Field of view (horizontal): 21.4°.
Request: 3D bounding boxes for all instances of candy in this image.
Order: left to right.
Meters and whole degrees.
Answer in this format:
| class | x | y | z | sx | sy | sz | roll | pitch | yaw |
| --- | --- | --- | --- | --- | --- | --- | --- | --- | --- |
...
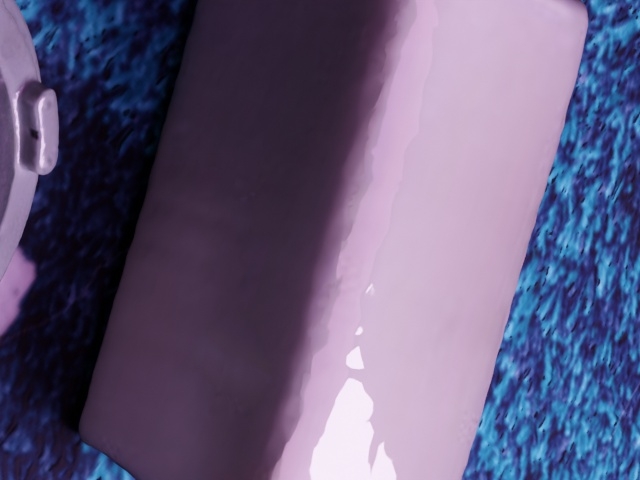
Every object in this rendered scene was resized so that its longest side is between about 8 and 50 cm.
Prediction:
| class | x | y | z | sx | sy | sz | roll | pitch | yaw |
| --- | --- | --- | --- | --- | --- | --- | --- | --- | --- |
| candy | 0.000 | 0.000 | 0.978 | 0.145 | 0.208 | 0.358 | 16 | 90 | -43 |

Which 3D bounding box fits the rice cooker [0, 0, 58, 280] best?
| class | x | y | z | sx | sy | sz | roll | pitch | yaw |
| --- | --- | --- | --- | --- | --- | --- | --- | --- | --- |
| rice cooker | -0.259 | -0.047 | 0.716 | 0.241 | 0.227 | 0.280 | 10 | 101 | -64 |
